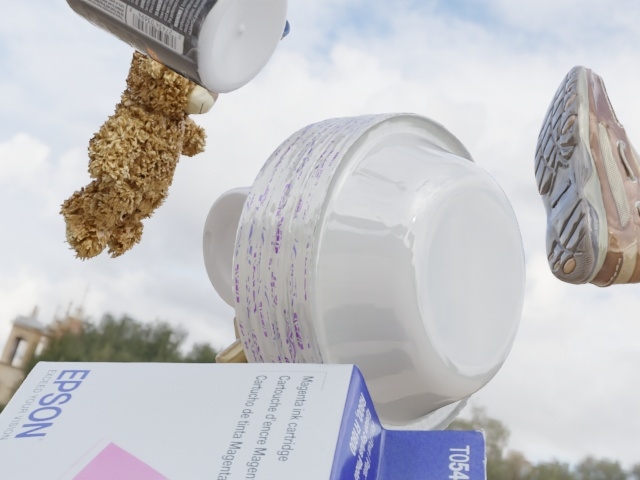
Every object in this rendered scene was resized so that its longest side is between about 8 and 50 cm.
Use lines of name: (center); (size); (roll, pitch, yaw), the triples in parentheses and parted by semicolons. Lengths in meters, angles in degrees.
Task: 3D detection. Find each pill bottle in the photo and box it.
pill bottle: (0.000, 0.000, 1.266); (0.245, 0.136, 0.136); (-7, 3, -44)
pill bottle: (-0.161, -0.249, 1.074); (0.245, 0.130, 0.130); (32, -11, 24)

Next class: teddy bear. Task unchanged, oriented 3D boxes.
teddy bear: (-0.233, -0.116, 1.496); (0.113, 0.338, 0.245); (31, -3, 23)

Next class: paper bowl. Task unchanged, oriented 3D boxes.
paper bowl: (0.070, 0.032, 0.953); (0.148, 0.284, 0.284); (0, -24, 39)

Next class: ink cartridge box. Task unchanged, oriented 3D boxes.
ink cartridge box: (-0.066, 0.171, 0.658); (0.330, 0.071, 0.324); (-2, 22, 8)

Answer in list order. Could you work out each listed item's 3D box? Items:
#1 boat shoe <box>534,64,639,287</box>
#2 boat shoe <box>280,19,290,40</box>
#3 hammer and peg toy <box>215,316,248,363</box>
boat shoe: (0.341, -0.076, 1.370); (0.116, 0.324, 0.123); (13, -33, -12)
boat shoe: (-0.136, -0.376, 1.776); (0.183, 0.066, 0.066); (43, -49, -15)
hammer and peg toy: (0.016, 0.267, 1.502); (0.361, 0.127, 0.266); (38, -29, 29)
